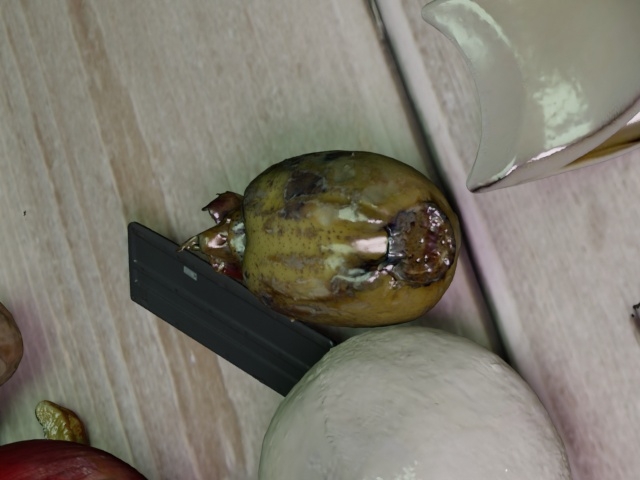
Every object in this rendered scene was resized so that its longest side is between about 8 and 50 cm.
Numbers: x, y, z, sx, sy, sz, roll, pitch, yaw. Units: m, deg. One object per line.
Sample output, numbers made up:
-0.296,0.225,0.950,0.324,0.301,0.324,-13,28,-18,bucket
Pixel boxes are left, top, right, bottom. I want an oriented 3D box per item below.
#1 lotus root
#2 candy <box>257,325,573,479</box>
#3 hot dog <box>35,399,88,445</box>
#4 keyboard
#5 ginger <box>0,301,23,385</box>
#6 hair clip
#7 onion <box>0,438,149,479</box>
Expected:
0.002,-0.001,1.603,0.278,0.154,0.154,-1,83,45,lotus root
0.068,0.204,1.501,0.295,0.185,0.295,-1,89,38,candy
-0.244,0.189,1.827,0.034,0.030,0.090,-38,63,17,hot dog
-0.124,0.053,1.735,0.381,0.041,0.103,25,130,31,keyboard
-0.406,0.186,1.868,0.244,0.155,0.304,12,90,30,ginger
0.232,-0.161,1.484,0.282,0.113,0.172,-28,68,36,hair clip
-0.222,0.348,1.618,0.341,0.341,0.341,-6,80,36,onion
